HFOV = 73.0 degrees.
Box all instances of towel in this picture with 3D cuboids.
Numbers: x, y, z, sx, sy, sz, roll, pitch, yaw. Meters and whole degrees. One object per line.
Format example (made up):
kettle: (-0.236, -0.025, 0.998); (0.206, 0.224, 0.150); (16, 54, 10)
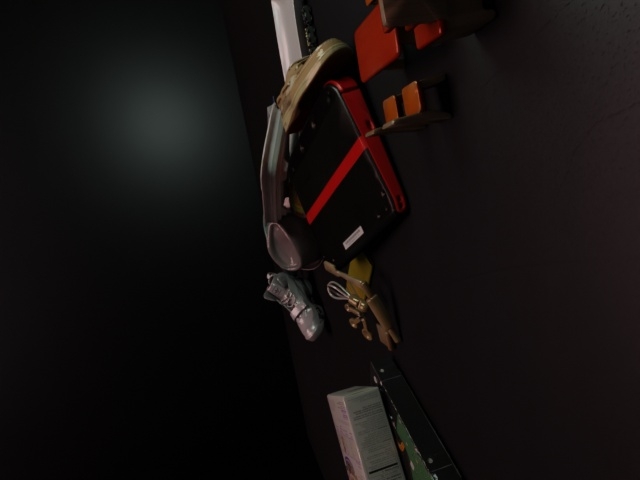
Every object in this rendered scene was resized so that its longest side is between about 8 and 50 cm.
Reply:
towel: (0.108, 0.102, 1.174); (0.237, 0.021, 0.102); (94, 154, -49)

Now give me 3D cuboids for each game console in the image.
game console: (0.042, -0.135, 1.001); (0.342, 0.060, 0.386); (67, 155, 14)

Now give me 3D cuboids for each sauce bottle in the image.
sauce bottle: (-0.040, -0.203, 1.311); (0.344, 0.111, 0.111); (98, 156, -58)

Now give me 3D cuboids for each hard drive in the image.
hard drive: (0.205, 0.471, 0.997); (0.339, 0.064, 0.237); (-119, 21, -54)

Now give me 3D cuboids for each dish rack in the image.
dish rack: (-0.129, -0.225, 1.357); (0.333, 0.072, 0.286); (100, 175, -61)

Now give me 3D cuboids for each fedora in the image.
fedora: (-0.106, -0.004, 1.510); (0.243, 0.124, 0.275); (-1, 112, 36)

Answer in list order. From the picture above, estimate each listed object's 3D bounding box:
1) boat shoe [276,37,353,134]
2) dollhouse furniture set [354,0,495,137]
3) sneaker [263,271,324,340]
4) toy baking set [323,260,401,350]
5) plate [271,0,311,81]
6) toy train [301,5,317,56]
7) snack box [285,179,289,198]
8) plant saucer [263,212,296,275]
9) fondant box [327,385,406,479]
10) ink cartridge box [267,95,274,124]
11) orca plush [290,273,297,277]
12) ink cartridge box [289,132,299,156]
boat shoe: (-0.036, -0.365, 1.003); (0.110, 0.121, 0.341); (63, 155, 2)
dollhouse furniture set: (0.095, -0.284, 0.580); (0.259, 0.135, 0.262); (-161, 59, -75)
sneaker: (-0.121, 0.269, 1.840); (0.137, 0.210, 0.366); (-53, 32, 21)
toy baking set: (0.091, 0.161, 1.051); (0.256, 0.030, 0.197); (60, 152, -8)
plate: (-0.081, -0.598, 1.257); (0.278, 0.045, 0.277); (-142, 40, -70)
toy train: (-0.025, -0.525, 1.123); (0.036, 0.027, 0.158); (-177, 76, -81)
snack box: (-0.157, -0.209, 1.583); (0.100, 0.037, 0.141); (16, -115, -53)
plant saucer: (-0.156, -0.001, 1.914); (0.317, 0.043, 0.318); (-21, -90, -76)
fondant box: (0.120, 0.539, 1.073); (0.238, 0.096, 0.330); (115, 141, -70)
ink cartridge box: (-0.201, -0.474, 1.903); (0.223, 0.045, 0.224); (99, 156, -59)
orca plush: (-0.156, 0.048, 2.097); (0.102, 0.151, 0.287); (-15, 84, 46)
ink cartridge box: (-0.068, -0.373, 1.422); (0.189, 0.066, 0.232); (-138, 46, -69)
